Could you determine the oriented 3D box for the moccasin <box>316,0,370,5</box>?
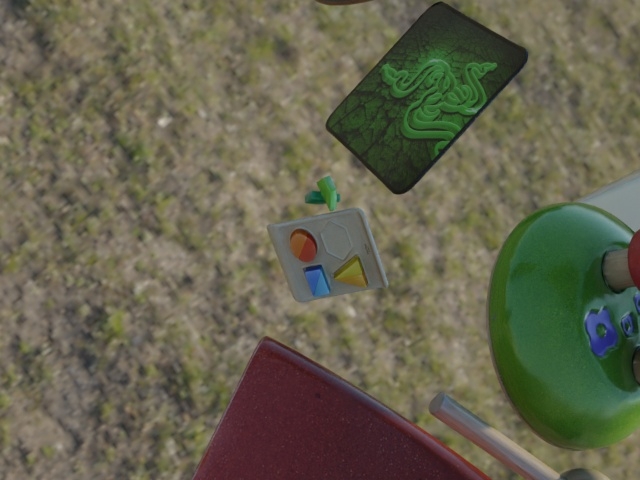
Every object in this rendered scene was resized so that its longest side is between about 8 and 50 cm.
[{"bbox_3d":[0.138,-0.362,1.350,0.139,0.380,0.147,53,15,-4],"label":"moccasin"}]

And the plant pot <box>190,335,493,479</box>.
[{"bbox_3d":[0.021,0.263,0.854,0.236,0.267,0.267,19,61,11],"label":"plant pot"}]

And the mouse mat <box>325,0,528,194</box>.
[{"bbox_3d":[0.082,-0.123,1.113,0.007,0.152,0.189,40,4,-31],"label":"mouse mat"}]

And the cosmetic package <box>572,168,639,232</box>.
[{"bbox_3d":[0.379,-0.021,1.369,0.225,0.224,0.138,-24,89,-54],"label":"cosmetic package"}]

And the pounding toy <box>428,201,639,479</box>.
[{"bbox_3d":[0.206,0.076,0.939,0.183,0.110,0.237,46,57,-23],"label":"pounding toy"}]

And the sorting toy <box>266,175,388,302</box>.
[{"bbox_3d":[0.000,0.000,0.780,0.012,0.062,0.083,-73,149,-53],"label":"sorting toy"}]
